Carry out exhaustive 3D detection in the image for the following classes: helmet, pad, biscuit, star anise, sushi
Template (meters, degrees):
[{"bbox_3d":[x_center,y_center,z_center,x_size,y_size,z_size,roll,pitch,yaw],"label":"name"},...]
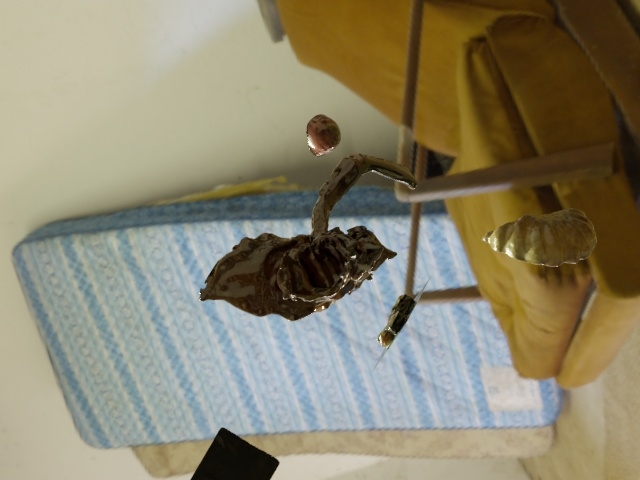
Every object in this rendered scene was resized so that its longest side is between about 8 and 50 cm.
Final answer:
[{"bbox_3d":[0.012,-0.189,1.380,0.049,0.065,0.084,27,142,45],"label":"helmet"},{"bbox_3d":[-0.163,0.416,1.221,0.116,0.193,0.004,31,174,0],"label":"pad"},{"bbox_3d":[0.345,-0.011,1.120,0.118,0.183,0.061,-134,42,-52],"label":"biscuit"},{"bbox_3d":[0.009,0.007,0.978,0.148,0.346,0.237,49,158,3],"label":"star anise"},{"bbox_3d":[0.138,0.139,1.358,0.139,0.031,0.201,-61,-7,30],"label":"sushi"}]
